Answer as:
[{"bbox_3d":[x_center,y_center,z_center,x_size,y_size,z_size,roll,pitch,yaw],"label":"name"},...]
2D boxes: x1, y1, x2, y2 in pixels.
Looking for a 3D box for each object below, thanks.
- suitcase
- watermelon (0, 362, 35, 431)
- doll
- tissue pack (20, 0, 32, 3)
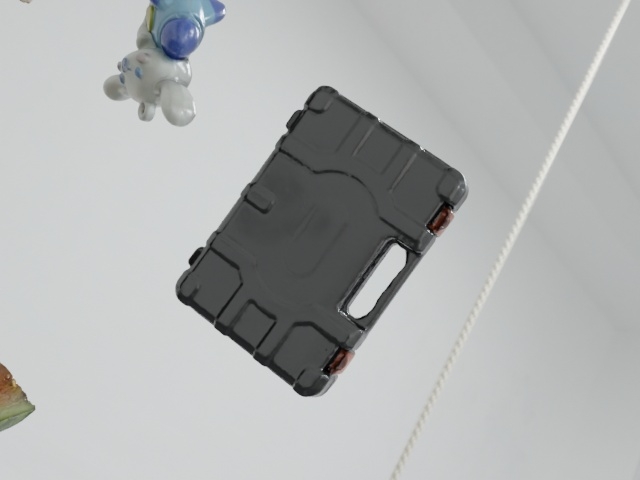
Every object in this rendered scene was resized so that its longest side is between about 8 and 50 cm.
[{"bbox_3d":[0.000,0.000,0.760,0.206,0.285,0.066,35,2,12],"label":"suitcase"},{"bbox_3d":[-0.461,0.165,0.850,0.245,0.119,0.063,28,-26,19],"label":"watermelon"},{"bbox_3d":[-0.350,-0.442,1.560,0.376,0.365,0.187,22,6,31],"label":"doll"},{"bbox_3d":[-0.315,-0.389,0.828,0.071,0.170,0.325,25,18,-24],"label":"tissue pack"}]
